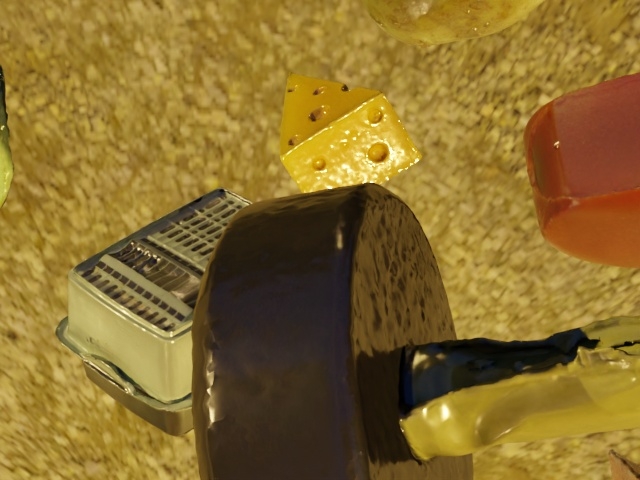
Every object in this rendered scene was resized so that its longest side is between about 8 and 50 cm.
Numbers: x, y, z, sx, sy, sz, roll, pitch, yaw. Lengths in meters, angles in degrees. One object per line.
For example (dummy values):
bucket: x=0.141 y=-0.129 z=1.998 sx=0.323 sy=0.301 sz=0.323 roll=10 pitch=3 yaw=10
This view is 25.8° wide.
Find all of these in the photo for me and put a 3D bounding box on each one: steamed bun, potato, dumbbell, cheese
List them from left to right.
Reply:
cheese: x=0.009 y=-0.118 z=1.478 sx=0.126 sy=0.171 sz=0.093 roll=-33 pitch=119 yaw=1
potato: x=0.193 y=-0.388 z=1.990 sx=0.308 sy=0.173 sz=0.210 roll=-5 pitch=85 yaw=17
dumbbell: x=0.126 y=0.058 z=0.594 sx=0.323 sy=0.204 sz=0.203 roll=-9 pitch=75 yaw=17
steamed bun: x=0.485 y=-0.098 z=1.936 sx=0.379 sy=0.248 sz=0.235 roll=-14 pitch=56 yaw=16

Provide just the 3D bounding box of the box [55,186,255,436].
box: x=-0.142 y=0.080 z=1.620 sx=0.221 sy=0.166 sz=0.291 roll=29 pitch=45 yaw=33

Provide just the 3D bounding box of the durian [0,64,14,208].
durian: x=-0.221 y=-0.119 z=0.734 sx=0.096 sy=0.220 sz=0.137 roll=-10 pitch=40 yaw=-19

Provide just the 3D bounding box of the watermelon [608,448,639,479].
watermelon: x=0.377 y=0.326 z=1.594 sx=0.202 sy=0.207 sz=0.136 roll=19 pitch=69 yaw=47
